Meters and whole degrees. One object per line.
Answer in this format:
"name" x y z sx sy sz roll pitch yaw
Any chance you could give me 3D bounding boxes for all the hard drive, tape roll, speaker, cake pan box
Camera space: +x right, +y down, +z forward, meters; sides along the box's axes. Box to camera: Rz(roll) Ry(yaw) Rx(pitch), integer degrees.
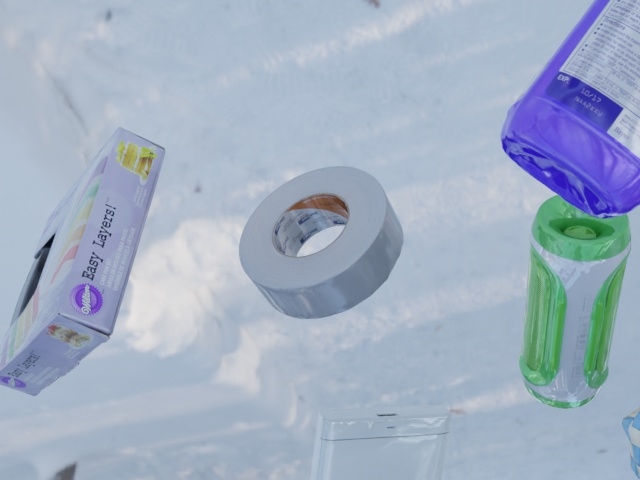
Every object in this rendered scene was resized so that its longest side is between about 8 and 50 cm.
"hard drive" 0.090 0.456 1.437 0.233 0.047 0.352 1 106 -20
"tape roll" 0.000 0.000 1.156 0.219 0.219 0.072 -14 135 19
"speaker" 0.331 0.086 1.111 0.131 0.131 0.296 -4 128 3
"cake pan box" -0.285 0.032 0.976 0.070 0.245 0.267 27 145 -23

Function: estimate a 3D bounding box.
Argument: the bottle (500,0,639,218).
"bottle" 0.254 -0.155 0.611 0.118 0.282 0.092 36 177 1

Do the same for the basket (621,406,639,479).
"basket" 0.506 0.244 0.909 0.255 0.289 0.201 -30 110 -17
